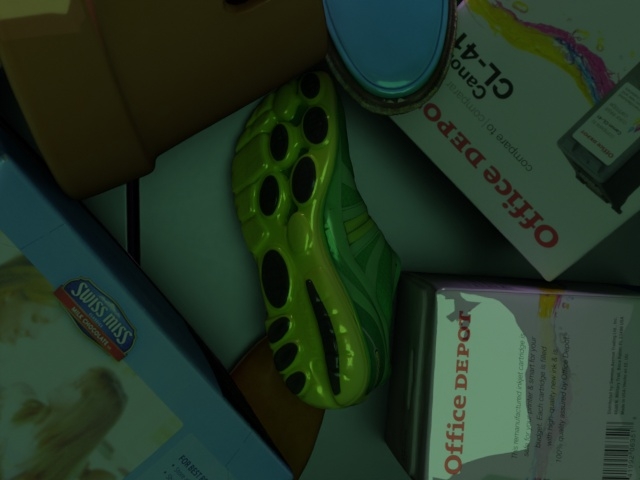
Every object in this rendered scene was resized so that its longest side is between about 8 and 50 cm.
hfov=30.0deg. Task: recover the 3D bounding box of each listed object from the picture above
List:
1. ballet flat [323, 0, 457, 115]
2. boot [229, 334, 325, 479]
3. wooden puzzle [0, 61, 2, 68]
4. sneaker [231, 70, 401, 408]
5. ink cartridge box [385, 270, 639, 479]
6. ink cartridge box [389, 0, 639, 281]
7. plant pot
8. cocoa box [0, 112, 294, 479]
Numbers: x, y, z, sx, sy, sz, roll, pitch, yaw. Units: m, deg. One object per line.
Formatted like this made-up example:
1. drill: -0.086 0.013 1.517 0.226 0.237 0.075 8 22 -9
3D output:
1. ballet flat: 0.030 -0.251 0.970 0.123 0.123 0.348 -12 76 -7
2. boot: -0.061 0.217 0.990 0.104 0.211 0.295 28 90 -9
3. wooden puzzle: -0.423 -0.079 0.857 0.322 0.348 0.080 -49 140 -28
4. sneaker: 0.000 0.000 1.047 0.109 0.123 0.295 -12 79 28
5. ink cartridge box: 0.187 0.120 1.037 0.233 0.168 0.171 4 93 -8
6. ink cartridge box: 0.230 -0.150 0.964 0.226 0.131 0.306 47 118 3
7. plant pot: -0.119 -0.195 0.836 0.203 0.291 0.291 -17 96 -4
8. cocoa box: -0.228 0.094 0.895 0.231 0.228 0.347 -40 120 -4
